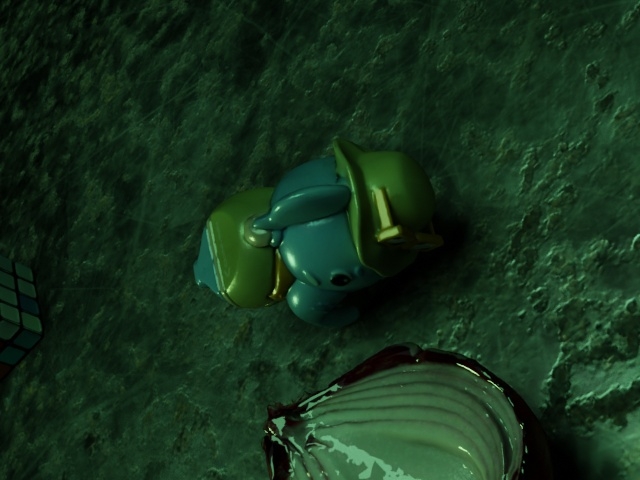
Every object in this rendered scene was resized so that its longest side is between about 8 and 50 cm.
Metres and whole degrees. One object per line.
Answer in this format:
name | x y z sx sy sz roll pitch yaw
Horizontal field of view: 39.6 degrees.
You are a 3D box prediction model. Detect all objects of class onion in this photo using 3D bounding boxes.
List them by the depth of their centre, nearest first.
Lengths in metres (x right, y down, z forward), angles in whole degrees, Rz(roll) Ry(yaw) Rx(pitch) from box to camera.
onion | 0.068 0.198 0.738 0.283 0.120 0.227 21 84 44

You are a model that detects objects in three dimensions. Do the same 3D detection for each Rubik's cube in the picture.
Rubik's cube | -0.530 0.111 1.333 0.151 0.155 0.154 -44 45 16

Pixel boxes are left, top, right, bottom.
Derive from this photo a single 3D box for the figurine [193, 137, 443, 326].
figurine | -0.002 -0.004 0.878 0.262 0.180 0.154 -29 39 44
